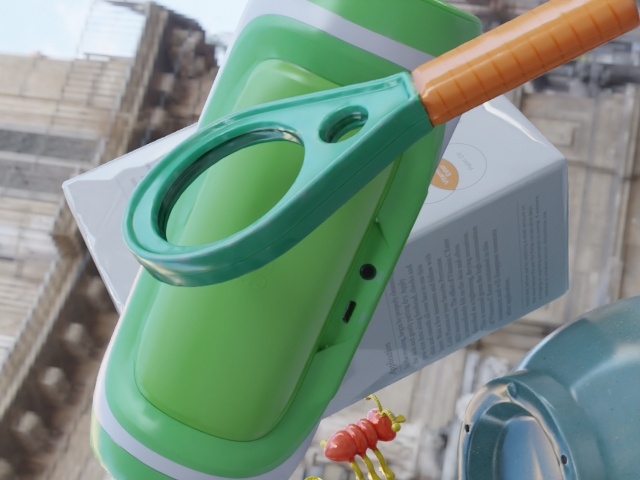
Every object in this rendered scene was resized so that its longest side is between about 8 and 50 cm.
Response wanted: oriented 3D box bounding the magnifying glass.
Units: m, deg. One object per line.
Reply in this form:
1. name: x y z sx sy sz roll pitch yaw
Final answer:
1. magnifying glass: 0.020 -0.049 0.483 0.092 0.231 0.026 -103 -14 -51

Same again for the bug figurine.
1. bug figurine: 0.061 0.282 1.174 0.216 0.279 0.072 -29 -43 -24

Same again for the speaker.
1. speaker: -0.023 -0.002 0.627 0.296 0.131 0.131 -66 -10 14

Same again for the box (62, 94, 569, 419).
1. box: 0.000 0.000 0.950 0.215 0.345 0.168 56 167 40

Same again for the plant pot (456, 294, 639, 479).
1. plant pot: 0.228 0.182 0.889 0.293 0.196 0.293 178 90 -67
